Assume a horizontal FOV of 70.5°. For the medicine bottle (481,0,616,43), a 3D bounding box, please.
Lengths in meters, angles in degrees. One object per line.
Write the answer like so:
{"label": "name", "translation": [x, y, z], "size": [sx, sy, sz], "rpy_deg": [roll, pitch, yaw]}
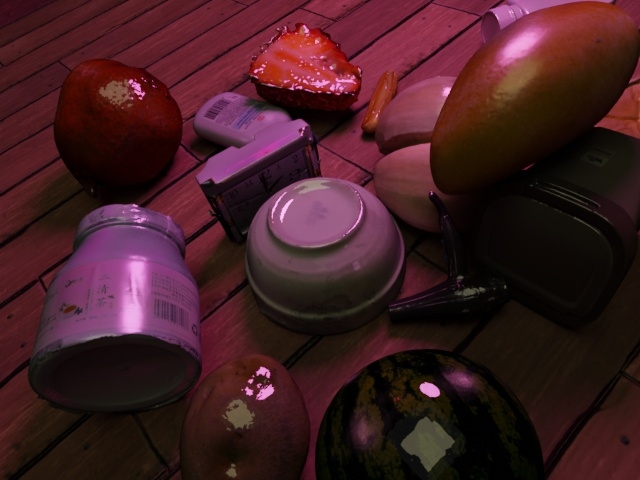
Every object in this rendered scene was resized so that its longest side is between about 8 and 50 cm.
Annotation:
{"label": "medicine bottle", "translation": [0.573, -0.575, 1.157], "size": [0.296, 0.111, 0.161], "rpy_deg": [-18, 50, -3]}

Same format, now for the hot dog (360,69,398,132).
{"label": "hot dog", "translation": [0.154, -0.340, 1.114], "size": [0.066, 0.047, 0.216], "rpy_deg": [-23, 38, 45]}

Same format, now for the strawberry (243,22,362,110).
{"label": "strawberry", "translation": [-0.030, -0.422, 1.165], "size": [0.280, 0.150, 0.253], "rpy_deg": [10, 59, 4]}

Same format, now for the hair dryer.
{"label": "hair dryer", "translation": [0.194, 0.027, 0.756], "size": [0.195, 0.075, 0.219], "rpy_deg": [-12, 86, 12]}

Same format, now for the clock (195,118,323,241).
{"label": "clock", "translation": [-0.117, -0.119, 0.921], "size": [0.253, 0.186, 0.083], "rpy_deg": [-32, 55, -12]}

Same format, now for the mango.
{"label": "mango", "translation": [0.303, -0.213, 0.672], "size": [0.384, 0.199, 0.221], "rpy_deg": [-41, 12, -9]}

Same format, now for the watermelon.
{"label": "watermelon", "translation": [0.122, 0.257, 0.540], "size": [0.268, 0.269, 0.269], "rpy_deg": [-7, 52, 8]}

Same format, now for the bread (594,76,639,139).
{"label": "bread", "translation": [0.587, -0.193, 0.859], "size": [0.209, 0.110, 0.192], "rpy_deg": [-30, 58, -9]}

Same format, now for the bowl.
{"label": "bowl", "translation": [0.000, 0.000, 0.825], "size": [0.307, 0.163, 0.307], "rpy_deg": [-6, 49, 7]}

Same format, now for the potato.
{"label": "potato", "translation": [-0.108, 0.280, 0.637], "size": [0.177, 0.160, 0.235], "rpy_deg": [-4, 58, 41]}

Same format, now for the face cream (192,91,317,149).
{"label": "face cream", "translation": [-0.156, -0.277, 1.118], "size": [0.336, 0.080, 0.163], "rpy_deg": [25, 61, 28]}

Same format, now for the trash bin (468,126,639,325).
{"label": "trash bin", "translation": [0.408, -0.040, 0.729], "size": [0.250, 0.219, 0.219], "rpy_deg": [-38, 55, -24]}

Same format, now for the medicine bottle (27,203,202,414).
{"label": "medicine bottle", "translation": [-0.328, 0.106, 0.767], "size": [0.245, 0.245, 0.290], "rpy_deg": [-17, 49, 0]}

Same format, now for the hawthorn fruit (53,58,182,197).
{"label": "hawthorn fruit", "translation": [-0.486, -0.276, 1.089], "size": [0.311, 0.295, 0.295], "rpy_deg": [-42, 52, 11]}

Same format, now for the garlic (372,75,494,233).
{"label": "garlic", "translation": [0.235, -0.166, 0.881], "size": [0.313, 0.249, 0.286], "rpy_deg": [19, 102, 18]}
